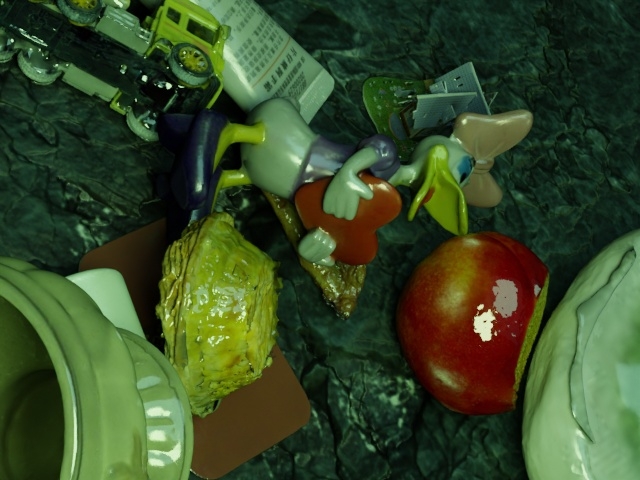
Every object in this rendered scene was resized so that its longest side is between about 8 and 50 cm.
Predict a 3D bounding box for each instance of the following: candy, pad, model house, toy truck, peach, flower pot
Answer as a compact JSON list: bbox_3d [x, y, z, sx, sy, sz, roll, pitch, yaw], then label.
[{"bbox_3d":[0.384,0.206,1.932,0.427,0.186,0.386,-36,92,-43],"label":"candy"},{"bbox_3d":[-0.128,0.104,1.746,0.181,0.004,0.267,-27,83,-42],"label":"pad"},{"bbox_3d":[0.147,-0.166,2.027,0.167,0.088,0.117,-4,70,-37],"label":"model house"},{"bbox_3d":[-0.230,-0.232,1.777,0.272,0.124,0.157,28,43,-17],"label":"toy truck"},{"bbox_3d":[0.182,0.093,1.852,0.190,0.190,0.192,-21,66,-40],"label":"peach"},{"bbox_3d":[-0.250,0.171,1.428,0.244,0.307,0.307,13,55,-63],"label":"flower pot"}]

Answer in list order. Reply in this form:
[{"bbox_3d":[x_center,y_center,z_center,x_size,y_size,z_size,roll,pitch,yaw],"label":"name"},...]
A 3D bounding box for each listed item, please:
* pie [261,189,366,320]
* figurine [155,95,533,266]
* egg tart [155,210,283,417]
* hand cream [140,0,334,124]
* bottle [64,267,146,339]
[{"bbox_3d":[0.001,-0.002,1.873,0.088,0.033,0.191,-25,80,-36],"label":"pie"},{"bbox_3d":[0.024,-0.072,1.807,0.421,0.154,0.193,6,45,-15],"label":"figurine"},{"bbox_3d":[-0.095,0.075,1.653,0.090,0.212,0.212,6,53,15],"label":"egg tart"},{"bbox_3d":[-0.110,-0.249,1.893,0.314,0.089,0.139,46,50,-12],"label":"hand cream"},{"bbox_3d":[-0.198,0.155,1.603,0.104,0.104,0.245,-11,73,-38],"label":"bottle"}]
